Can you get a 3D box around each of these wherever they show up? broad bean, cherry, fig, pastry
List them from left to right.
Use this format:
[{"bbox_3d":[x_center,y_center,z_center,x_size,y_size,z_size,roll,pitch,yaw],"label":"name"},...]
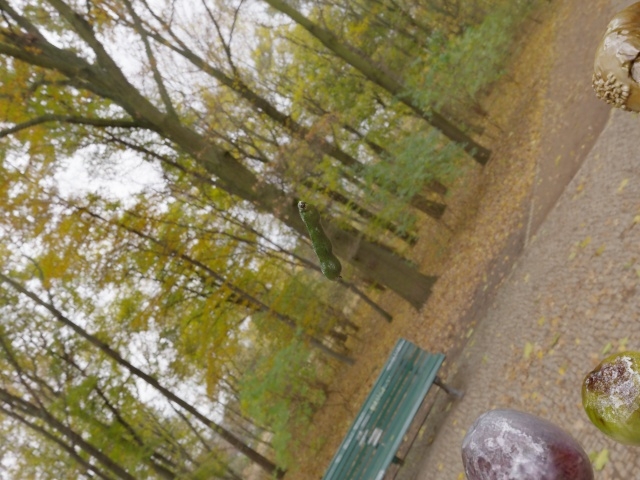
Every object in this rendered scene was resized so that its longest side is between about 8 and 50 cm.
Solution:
[{"bbox_3d":[0.000,0.000,1.325,0.053,0.052,0.256,-92,-18,-57],"label":"broad bean"},{"bbox_3d":[0.360,0.400,0.937,0.183,0.213,0.266,-55,-4,-35],"label":"cherry"},{"bbox_3d":[0.464,0.239,0.803,0.136,0.120,0.153,-56,-22,-30],"label":"fig"},{"bbox_3d":[0.673,-0.344,1.060,0.311,0.255,0.162,-47,-16,-37],"label":"pastry"}]
